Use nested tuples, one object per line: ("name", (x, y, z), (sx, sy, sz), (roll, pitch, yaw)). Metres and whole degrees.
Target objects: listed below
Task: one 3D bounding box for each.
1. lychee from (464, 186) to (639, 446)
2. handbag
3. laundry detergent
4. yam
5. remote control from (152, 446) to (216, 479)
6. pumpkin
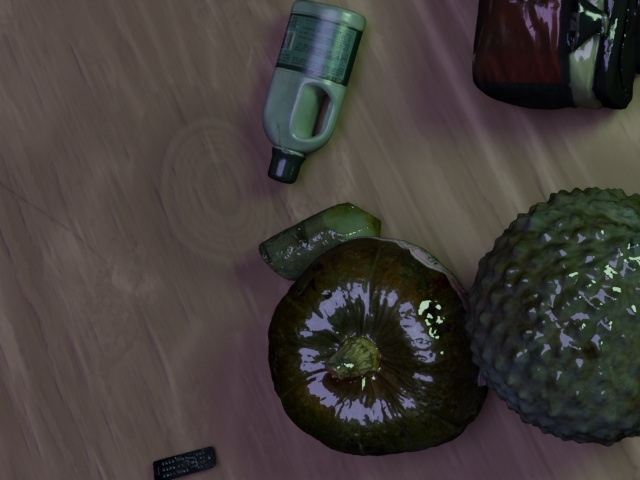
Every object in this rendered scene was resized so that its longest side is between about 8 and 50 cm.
("lychee", (0.280, 0.076, 1.100), (0.255, 0.255, 0.274), (44, 146, 18))
("handbag", (0.273, -0.269, 1.167), (0.182, 0.181, 0.254), (8, 92, 24))
("laundry detergent", (-0.019, -0.181, 1.334), (0.099, 0.070, 0.225), (17, 92, 16))
("yam", (0.000, 0.000, 1.316), (0.147, 0.070, 0.069), (-26, 77, 20))
("remote control", (-0.176, 0.292, 1.395), (0.091, 0.016, 0.034), (-19, 64, 19))
("pumpkin", (0.057, 0.128, 1.220), (0.260, 0.189, 0.260), (-1, 87, 23))
